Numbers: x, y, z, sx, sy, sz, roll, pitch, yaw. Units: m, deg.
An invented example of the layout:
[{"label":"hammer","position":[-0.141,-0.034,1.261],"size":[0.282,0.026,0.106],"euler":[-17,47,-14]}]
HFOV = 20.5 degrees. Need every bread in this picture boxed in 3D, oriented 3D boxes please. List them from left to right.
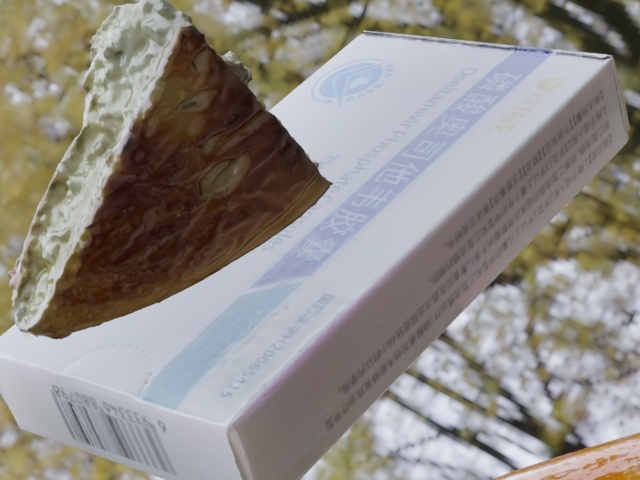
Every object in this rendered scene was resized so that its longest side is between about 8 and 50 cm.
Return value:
[{"label":"bread","position":[-0.051,-0.030,0.737],"size":[0.136,0.054,0.154],"euler":[2,-54,-42]}]

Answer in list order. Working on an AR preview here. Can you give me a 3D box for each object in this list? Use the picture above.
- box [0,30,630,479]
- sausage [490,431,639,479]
[{"label":"box","position":[0.000,0.000,0.994],"size":[0.343,0.200,0.065],"euler":[-43,-53,-33]},{"label":"sausage","position":[0.138,0.099,0.642],"size":[0.234,0.071,0.071],"euler":[-17,-37,-2]}]
